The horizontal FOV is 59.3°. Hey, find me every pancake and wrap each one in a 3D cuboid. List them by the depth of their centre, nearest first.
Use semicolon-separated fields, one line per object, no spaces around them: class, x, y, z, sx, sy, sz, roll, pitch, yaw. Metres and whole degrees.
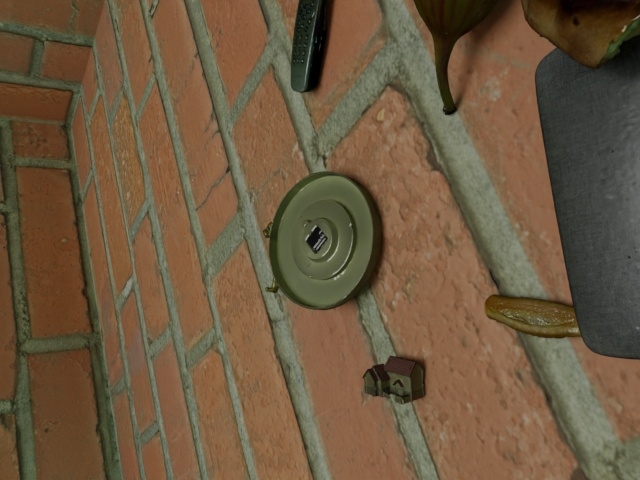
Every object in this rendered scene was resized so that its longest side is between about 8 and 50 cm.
pancake;0.266;-0.253;0.525;0.212;0.056;0.257;-59;32;-7

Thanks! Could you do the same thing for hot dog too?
hot dog;0.250;0.090;0.658;0.137;0.028;0.044;3;67;53

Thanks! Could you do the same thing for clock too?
clock;0.000;0.000;0.956;0.235;0.029;0.235;-9;76;39

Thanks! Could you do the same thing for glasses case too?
glasses case;0.298;-0.049;0.546;0.131;0.074;0.323;-18;76;54

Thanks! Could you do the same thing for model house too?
model house;0.109;0.204;0.841;0.083;0.057;0.058;0;96;57

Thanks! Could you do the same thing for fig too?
fig;0.163;-0.274;0.711;0.124;0.124;0.236;39;133;48

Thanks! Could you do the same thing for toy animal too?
toy animal;-0.039;0.040;1.038;0.181;0.073;0.136;12;98;54

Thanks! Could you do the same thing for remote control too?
remote control;-0.018;-0.380;1.018;0.072;0.042;0.222;25;110;52
